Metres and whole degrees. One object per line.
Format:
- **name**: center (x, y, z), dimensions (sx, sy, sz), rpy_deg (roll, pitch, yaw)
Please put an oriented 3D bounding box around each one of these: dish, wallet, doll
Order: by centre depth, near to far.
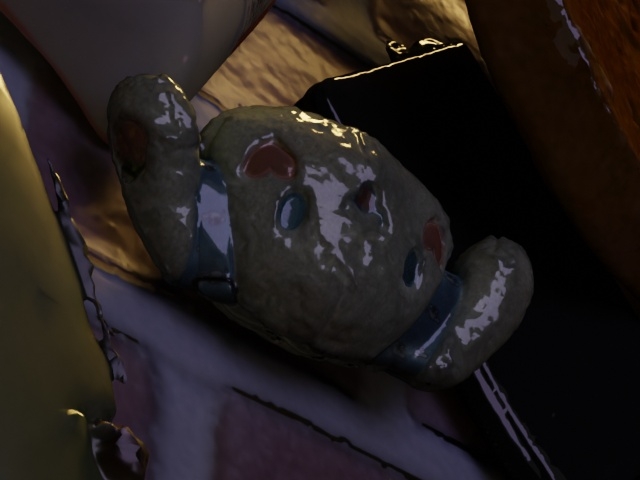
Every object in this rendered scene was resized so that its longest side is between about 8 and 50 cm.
- **doll**: center (0.000, 0.000, 0.741), dimensions (0.214, 0.071, 0.103), rpy_deg (28, 62, -26)
- **dish**: center (-0.075, -0.152, 0.786), dimensions (0.151, 0.077, 0.212), rpy_deg (46, 34, -9)
- **wallet**: center (0.082, 0.012, 0.857), dimensions (0.149, 0.044, 0.250), rpy_deg (-23, 79, -52)

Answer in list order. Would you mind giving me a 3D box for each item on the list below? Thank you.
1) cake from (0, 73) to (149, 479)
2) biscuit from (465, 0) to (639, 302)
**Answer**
- **cake**: center (-0.142, 0.095, 0.420), dimensions (0.172, 0.158, 0.284), rpy_deg (-4, 66, -51)
- **biscuit**: center (0.155, -0.099, 0.965), dimensions (0.367, 0.063, 0.314), rpy_deg (29, 41, -56)
